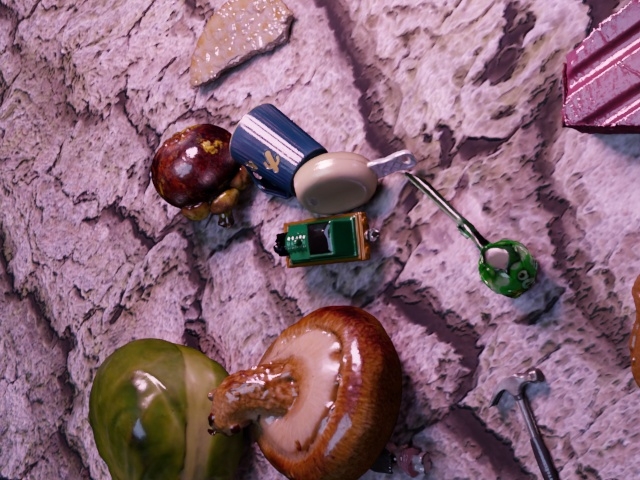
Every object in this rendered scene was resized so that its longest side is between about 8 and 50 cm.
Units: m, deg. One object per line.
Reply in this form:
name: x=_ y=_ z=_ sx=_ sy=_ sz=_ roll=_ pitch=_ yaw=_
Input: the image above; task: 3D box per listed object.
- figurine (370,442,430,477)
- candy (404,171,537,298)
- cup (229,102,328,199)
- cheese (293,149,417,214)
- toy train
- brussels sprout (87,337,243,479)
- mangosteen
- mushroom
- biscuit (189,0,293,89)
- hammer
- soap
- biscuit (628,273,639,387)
figurine: x=0.131 y=0.385 z=1.627 sx=0.129 sy=0.054 sz=0.072 roll=3 pitch=116 yaw=37
candy: x=0.243 y=-0.025 z=1.543 sx=0.323 sy=0.097 sz=0.097 roll=49 pitch=118 yaw=35
cup: x=-0.077 y=-0.153 z=1.750 sx=0.155 sy=0.131 sz=0.176 roll=36 pitch=141 yaw=27
cheese: x=0.064 y=-0.115 z=1.639 sx=0.227 sy=0.137 sz=0.064 roll=-18 pitch=54 yaw=22
toy train: x=0.000 y=0.000 z=1.675 sx=0.227 sy=0.136 sz=0.091 roll=-6 pitch=87 yaw=35
brussels sprout: x=-0.309 y=0.373 z=1.823 sx=0.315 sy=0.276 sz=0.371 roll=-37 pitch=70 yaw=35
mangosteen: x=-0.231 y=-0.123 z=1.836 sx=0.192 sy=0.192 sz=0.217 roll=-21 pitch=109 yaw=35
mushroom: x=-0.024 y=0.280 z=1.606 sx=0.345 sy=0.259 sz=0.345 roll=-30 pitch=50 yaw=43
biscuit: x=-0.169 y=-0.424 z=1.856 sx=0.290 sy=0.038 sz=0.141 roll=-23 pitch=77 yaw=33
hammer: x=0.350 y=0.338 z=1.486 sx=0.103 sy=0.029 sz=0.246 roll=-25 pitch=77 yaw=34
soap: x=0.479 y=-0.248 z=1.330 sx=0.289 sy=0.112 sz=0.182 roll=-36 pitch=69 yaw=31
biscuit: x=0.579 y=0.144 z=1.303 sx=0.273 sy=0.049 sz=0.257 roll=1 pitch=91 yaw=35
